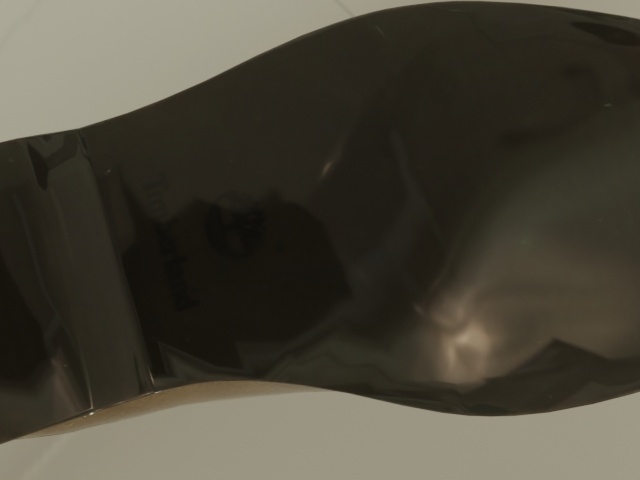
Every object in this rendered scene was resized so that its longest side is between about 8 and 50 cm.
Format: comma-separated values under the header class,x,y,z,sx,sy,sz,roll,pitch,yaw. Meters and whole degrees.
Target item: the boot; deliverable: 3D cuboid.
class,x,y,z,sx,sy,sz,roll,pitch,yaw
boot,0.000,0.000,0.525,0.305,0.115,0.112,-8,-93,5
